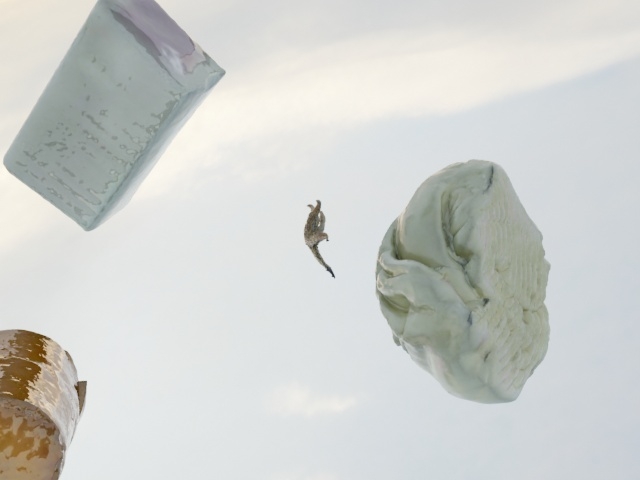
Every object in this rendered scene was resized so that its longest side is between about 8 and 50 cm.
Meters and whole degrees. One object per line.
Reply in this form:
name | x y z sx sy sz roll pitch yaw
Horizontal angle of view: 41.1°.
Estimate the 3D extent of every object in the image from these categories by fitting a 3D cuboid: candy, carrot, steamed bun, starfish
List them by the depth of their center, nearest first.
carrot | -0.351 0.218 0.944 0.196 0.196 0.254 -37 -161 -9
steamed bun | 0.188 0.063 1.196 0.206 0.275 0.320 -8 -123 44
candy | -0.332 -0.203 1.348 0.359 0.208 0.145 -46 -174 29
starfish | -0.005 0.001 1.370 0.041 0.131 0.133 -11 -178 1
